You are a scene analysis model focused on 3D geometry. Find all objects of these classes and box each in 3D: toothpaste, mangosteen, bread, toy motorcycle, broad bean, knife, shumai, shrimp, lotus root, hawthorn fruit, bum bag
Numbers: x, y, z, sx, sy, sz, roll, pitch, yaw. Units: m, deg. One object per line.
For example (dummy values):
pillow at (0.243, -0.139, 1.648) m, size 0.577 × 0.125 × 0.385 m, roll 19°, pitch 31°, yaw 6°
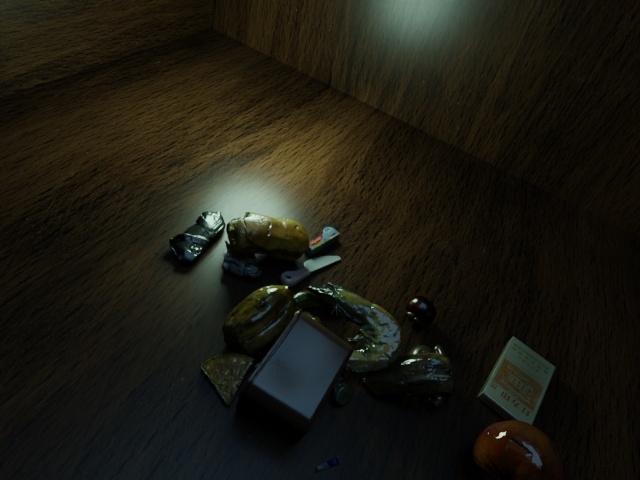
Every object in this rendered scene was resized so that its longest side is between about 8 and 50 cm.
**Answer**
toothpaste at (0.025, 0.702, 1.349) m, size 0.083 × 0.015 × 0.024 m, roll -4°, pitch 57°, yaw -29°
mangosteen at (0.415, 0.305, 1.807) m, size 0.140 × 0.140 × 0.140 m, roll 10°, pitch 45°, yaw -10°
bread at (-0.216, -0.021, 1.809) m, size 0.344 × 0.148 × 0.195 m, roll 11°, pitch 36°, yaw -37°
toy motorcycle at (-0.343, 0.078, 1.787) m, size 0.152 × 0.073 × 0.225 m, roll -12°, pitch 53°, yaw -25°
broad bean at (-0.024, 0.236, 1.751) m, size 0.339 × 0.061 × 0.077 m, roll -6°, pitch 57°, yaw -23°
knife at (-0.044, 0.121, 1.888) m, size 0.336 × 0.043 × 0.081 m, roll -22°, pitch 51°, yaw -42°
shumai at (0.062, 0.527, 1.510) m, size 0.083 × 0.082 × 0.080 m, roll -6°, pitch 10°, yaw -41°
shrimp at (0.097, 0.317, 1.626) m, size 0.445 × 0.085 × 0.272 m, roll 36°, pitch 68°, yaw 24°
lotus root at (-0.204, 0.281, 1.547) m, size 0.193 × 0.193 × 0.291 m, roll 39°, pitch 61°, yaw 19°
hawthorn fruit at (0.655, 0.714, 1.398) m, size 0.307 × 0.276 × 0.276 m, roll 1°, pitch 43°, yaw -49°
toothpaste at (0.000, 0.000, 2.004) m, size 0.070 × 0.044 × 0.193 m, roll 41°, pitch 48°, yaw 23°
lotus root at (0.306, 0.468, 1.536) m, size 0.330 × 0.078 × 0.167 m, roll -11°, pitch 40°, yaw 10°
bum bag at (-0.518, -0.030, 1.826) m, size 0.142 × 0.079 × 0.326 m, roll 28°, pitch 44°, yaw 4°

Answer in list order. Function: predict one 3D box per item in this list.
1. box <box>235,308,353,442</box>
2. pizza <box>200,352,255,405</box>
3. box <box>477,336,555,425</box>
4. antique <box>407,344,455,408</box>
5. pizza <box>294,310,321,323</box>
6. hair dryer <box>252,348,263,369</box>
box at (-0.076, 0.439, 1.393) m, size 0.229 × 0.239 × 0.339 m, roll 31°, pitch 52°, yaw 8°
pizza at (-0.298, 0.461, 1.440) m, size 0.185 × 0.036 × 0.176 m, roll -15°, pitch 60°, yaw -11°
box at (0.792, 0.564, 1.724) m, size 0.205 × 0.051 × 0.365 m, roll 38°, pitch 47°, yaw 18°
antique at (0.406, 0.504, 1.601) m, size 0.144 × 0.121 × 0.256 m, roll 3°, pitch 45°, yaw -8°
pizza at (-0.066, 0.326, 1.652) m, size 0.161 × 0.062 × 0.182 m, roll -6°, pitch 48°, yaw -32°
hair dryer at (-0.202, 0.410, 1.507) m, size 0.031 × 0.083 × 0.079 m, roll 30°, pitch 35°, yaw 35°
